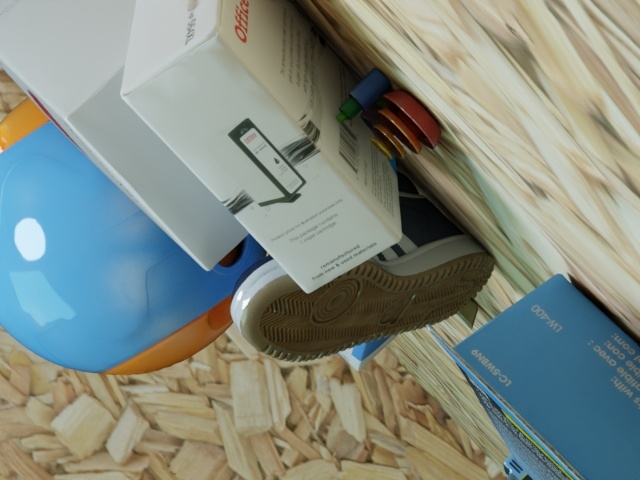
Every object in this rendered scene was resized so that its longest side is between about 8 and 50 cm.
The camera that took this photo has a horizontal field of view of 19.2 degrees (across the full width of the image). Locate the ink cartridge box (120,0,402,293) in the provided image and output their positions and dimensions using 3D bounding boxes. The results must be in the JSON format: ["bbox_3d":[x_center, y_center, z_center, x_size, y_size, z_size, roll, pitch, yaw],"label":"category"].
[{"bbox_3d":[-0.037,-0.089,1.281,0.203,0.086,0.148,47,-156,-28],"label":"ink cartridge box"}]

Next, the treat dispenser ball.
[{"bbox_3d":[-0.191,-0.017,1.781,0.288,0.288,0.288,46,176,4],"label":"treat dispenser ball"}]

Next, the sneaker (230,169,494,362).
[{"bbox_3d":[0.000,0.000,1.446,0.282,0.099,0.153,-6,-132,-52],"label":"sneaker"}]

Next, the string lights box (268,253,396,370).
[{"bbox_3d":[0.025,0.014,1.707,0.133,0.077,0.259,45,162,11],"label":"string lights box"}]

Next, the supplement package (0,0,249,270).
[{"bbox_3d":[-0.129,-0.135,1.487,0.177,0.175,0.293,49,175,-31],"label":"supplement package"}]

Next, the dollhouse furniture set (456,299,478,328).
[{"bbox_3d":[0.090,0.056,1.834,0.114,0.081,0.091,45,176,14],"label":"dollhouse furniture set"}]

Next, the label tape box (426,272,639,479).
[{"bbox_3d":[0.216,0.149,1.278,0.240,0.106,0.333,44,176,24],"label":"label tape box"}]

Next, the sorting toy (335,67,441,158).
[{"bbox_3d":[0.041,-0.079,1.260,0.061,0.042,0.102,47,176,-14],"label":"sorting toy"}]

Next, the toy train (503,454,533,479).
[{"bbox_3d":[0.256,0.234,1.735,0.184,0.105,0.080,45,176,15],"label":"toy train"}]
